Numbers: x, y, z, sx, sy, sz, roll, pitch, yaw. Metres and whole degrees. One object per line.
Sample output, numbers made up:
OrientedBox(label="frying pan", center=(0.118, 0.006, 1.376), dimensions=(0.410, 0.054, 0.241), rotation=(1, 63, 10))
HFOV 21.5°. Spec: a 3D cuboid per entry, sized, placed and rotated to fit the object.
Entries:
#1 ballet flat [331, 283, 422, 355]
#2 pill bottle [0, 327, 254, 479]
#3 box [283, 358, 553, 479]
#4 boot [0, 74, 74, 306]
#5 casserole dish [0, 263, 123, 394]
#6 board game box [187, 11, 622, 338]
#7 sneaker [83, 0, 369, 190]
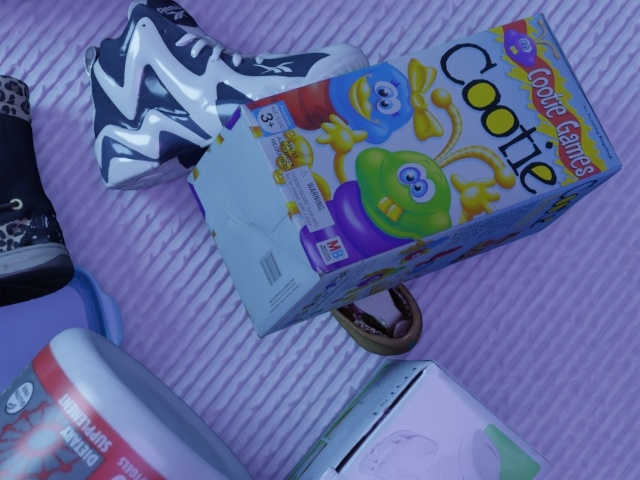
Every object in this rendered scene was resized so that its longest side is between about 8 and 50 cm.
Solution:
OrientedBox(label="ballet flat", center=(0.000, 0.000, 1.368), dimensions=(0.232, 0.073, 0.080), rotation=(43, 85, -2))
OrientedBox(label="pill bottle", center=(-0.232, 0.259, 1.252), dimensions=(0.210, 0.210, 0.363), rotation=(43, 90, -2))
OrientedBox(label="box", center=(0.026, 0.222, 1.280), dimensions=(0.127, 0.231, 0.262), rotation=(41, 83, -2))
OrientedBox(label="boot", center=(-0.322, -0.029, 1.313), dimensions=(0.236, 0.085, 0.179), rotation=(-9, 70, -12))
OrientedBox(label="casserole dish", center=(-0.252, 0.084, 1.354), dimensions=(0.188, 0.037, 0.114), rotation=(-13, 88, -6))
OrientedBox(label="board game box", center=(0.063, -0.052, 1.293), dimensions=(0.275, 0.144, 0.142), rotation=(-19, 78, -27))
OrientedBox(label="sneaker", center=(-0.087, -0.147, 1.338), dimensions=(0.235, 0.094, 0.153), rotation=(-22, 83, 23))
